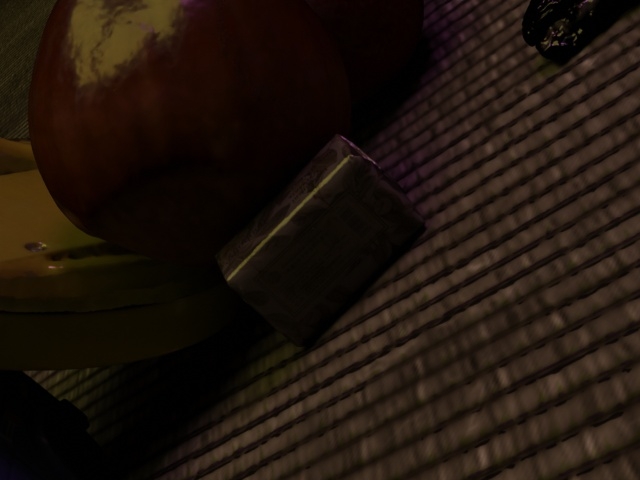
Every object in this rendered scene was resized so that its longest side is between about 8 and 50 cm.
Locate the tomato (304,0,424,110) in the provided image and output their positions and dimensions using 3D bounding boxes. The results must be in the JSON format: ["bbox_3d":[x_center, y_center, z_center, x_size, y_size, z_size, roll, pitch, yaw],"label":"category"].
[{"bbox_3d":[-0.016,-0.152,0.993,0.167,0.167,0.167,-41,20,18],"label":"tomato"}]

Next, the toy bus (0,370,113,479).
[{"bbox_3d":[-0.196,0.166,0.801,0.125,0.133,0.292,-43,19,13],"label":"toy bus"}]

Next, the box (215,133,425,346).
[{"bbox_3d":[0.000,0.000,0.818,0.098,0.062,0.045,-43,24,7],"label":"box"}]

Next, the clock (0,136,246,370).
[{"bbox_3d":[-0.181,0.013,0.930,0.277,0.293,0.071,31,122,47],"label":"clock"}]

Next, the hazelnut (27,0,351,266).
[{"bbox_3d":[-0.081,-0.077,0.863,0.182,0.182,0.182,-41,20,18],"label":"hazelnut"}]

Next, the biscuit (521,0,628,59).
[{"bbox_3d":[0.142,-0.132,0.822,0.089,0.027,0.087,-53,19,-18],"label":"biscuit"}]
